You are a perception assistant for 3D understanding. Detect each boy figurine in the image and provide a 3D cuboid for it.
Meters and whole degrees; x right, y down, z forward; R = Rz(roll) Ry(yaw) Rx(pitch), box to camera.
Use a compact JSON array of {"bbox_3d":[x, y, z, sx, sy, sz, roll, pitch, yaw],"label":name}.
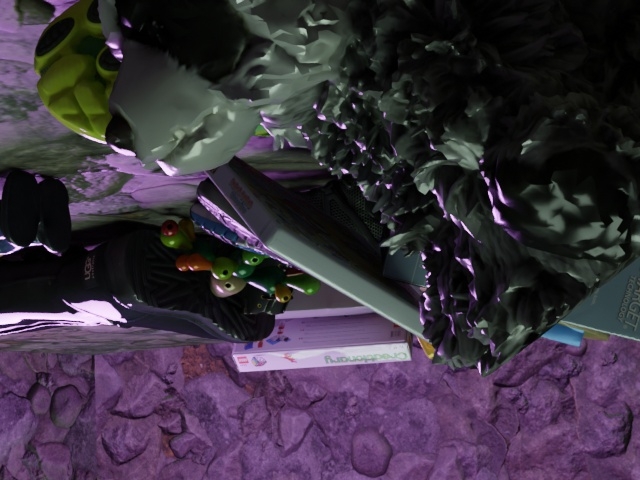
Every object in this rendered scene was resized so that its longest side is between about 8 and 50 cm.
[{"bbox_3d":[-0.408,-0.008,1.285,0.285,0.092,0.177,-8,170,30],"label":"boy figurine"}]

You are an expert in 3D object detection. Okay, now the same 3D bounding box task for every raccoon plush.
[{"bbox_3d":[0.102,-0.143,0.575,0.446,0.299,0.216,-34,169,-28],"label":"raccoon plush"}]

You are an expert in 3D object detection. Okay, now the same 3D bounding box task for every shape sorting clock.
[{"bbox_3d":[0.207,0.073,1.243,0.206,0.040,0.206,16,180,0],"label":"shape sorting clock"}]

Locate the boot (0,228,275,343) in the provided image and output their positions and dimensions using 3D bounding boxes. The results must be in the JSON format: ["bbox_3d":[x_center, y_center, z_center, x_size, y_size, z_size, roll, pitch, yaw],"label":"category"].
[{"bbox_3d":[-0.342,0.094,1.738,0.445,0.146,0.367,-13,157,30],"label":"boot"}]

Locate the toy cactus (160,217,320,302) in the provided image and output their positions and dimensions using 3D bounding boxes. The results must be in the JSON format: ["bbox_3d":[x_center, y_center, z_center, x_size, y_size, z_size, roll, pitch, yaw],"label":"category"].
[{"bbox_3d":[-0.112,0.026,1.522,0.219,0.112,0.180,10,160,-15],"label":"toy cactus"}]

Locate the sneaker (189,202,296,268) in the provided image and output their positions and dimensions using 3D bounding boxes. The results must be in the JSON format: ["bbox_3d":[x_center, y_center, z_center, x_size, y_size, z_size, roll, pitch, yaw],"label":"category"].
[{"bbox_3d":[-0.066,-0.023,1.387,0.190,0.083,0.071,19,176,20],"label":"sneaker"}]

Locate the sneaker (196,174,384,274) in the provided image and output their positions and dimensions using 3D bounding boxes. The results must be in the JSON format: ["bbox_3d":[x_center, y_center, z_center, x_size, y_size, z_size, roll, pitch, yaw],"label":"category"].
[{"bbox_3d":[-0.019,-0.038,1.290,0.227,0.130,0.087,26,172,-6],"label":"sneaker"}]

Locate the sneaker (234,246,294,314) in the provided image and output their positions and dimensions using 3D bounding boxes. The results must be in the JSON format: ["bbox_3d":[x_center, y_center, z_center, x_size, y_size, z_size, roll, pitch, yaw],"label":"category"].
[{"bbox_3d":[-0.040,0.040,1.611,0.083,0.118,0.222,3,169,-33],"label":"sneaker"}]

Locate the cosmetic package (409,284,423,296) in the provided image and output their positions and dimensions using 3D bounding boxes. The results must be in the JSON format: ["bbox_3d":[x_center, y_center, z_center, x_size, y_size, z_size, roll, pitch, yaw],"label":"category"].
[{"bbox_3d":[0.293,0.008,1.409,0.385,0.156,0.217,-9,168,37],"label":"cosmetic package"}]

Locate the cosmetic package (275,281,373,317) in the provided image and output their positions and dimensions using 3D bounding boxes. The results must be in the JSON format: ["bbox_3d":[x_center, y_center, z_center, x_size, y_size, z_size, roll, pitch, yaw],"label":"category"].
[{"bbox_3d":[-0.025,0.075,1.897,0.237,0.107,0.127,-6,171,-1],"label":"cosmetic package"}]

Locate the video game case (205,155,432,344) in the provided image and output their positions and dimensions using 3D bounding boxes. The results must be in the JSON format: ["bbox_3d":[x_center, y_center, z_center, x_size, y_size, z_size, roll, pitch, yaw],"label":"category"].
[{"bbox_3d":[0.000,0.000,1.083,0.227,0.026,0.206,31,-170,-34],"label":"video game case"}]

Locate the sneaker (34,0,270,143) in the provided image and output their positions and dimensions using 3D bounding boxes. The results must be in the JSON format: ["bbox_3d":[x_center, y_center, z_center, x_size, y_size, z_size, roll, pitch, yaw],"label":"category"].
[{"bbox_3d":[-0.035,-0.104,0.747,0.295,0.110,0.123,-4,167,2],"label":"sneaker"}]

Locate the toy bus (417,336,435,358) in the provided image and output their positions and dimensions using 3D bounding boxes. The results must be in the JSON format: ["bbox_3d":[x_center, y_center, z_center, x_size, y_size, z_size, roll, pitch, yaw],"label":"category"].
[{"bbox_3d":[0.249,0.065,1.666,0.211,0.150,0.220,-16,-173,35],"label":"toy bus"}]

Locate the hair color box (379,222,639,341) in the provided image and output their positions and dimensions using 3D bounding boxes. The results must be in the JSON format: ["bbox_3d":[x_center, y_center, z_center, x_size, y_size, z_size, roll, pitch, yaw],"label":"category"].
[{"bbox_3d":[0.250,0.014,1.117,0.374,0.114,0.185,14,-171,0],"label":"hair color box"}]

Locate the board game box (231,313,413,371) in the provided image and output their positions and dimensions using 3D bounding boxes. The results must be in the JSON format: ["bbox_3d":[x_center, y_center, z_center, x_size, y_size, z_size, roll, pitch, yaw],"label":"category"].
[{"bbox_3d":[0.012,0.130,2.009,0.305,0.193,0.053,-5,132,15],"label":"board game box"}]
